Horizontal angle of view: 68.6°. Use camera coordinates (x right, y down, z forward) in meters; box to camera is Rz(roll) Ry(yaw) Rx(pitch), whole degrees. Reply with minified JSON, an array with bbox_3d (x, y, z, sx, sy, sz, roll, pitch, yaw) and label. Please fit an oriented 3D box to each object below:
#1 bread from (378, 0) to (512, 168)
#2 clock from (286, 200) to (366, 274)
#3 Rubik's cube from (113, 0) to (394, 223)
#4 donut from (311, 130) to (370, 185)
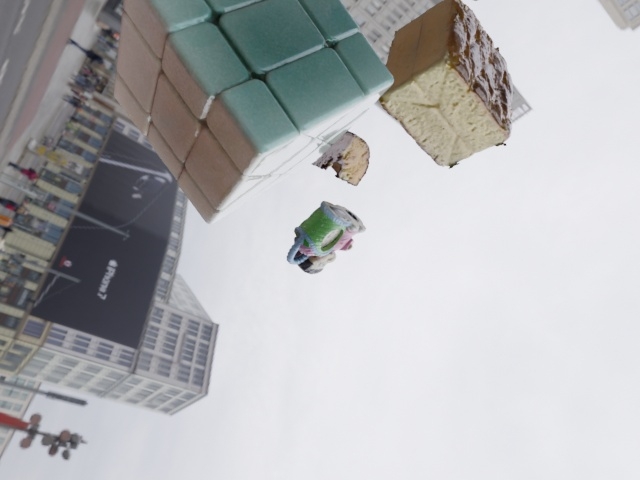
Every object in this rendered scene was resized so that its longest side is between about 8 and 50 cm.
[{"bbox_3d":[0.304,-0.371,1.107,0.207,0.279,0.279,-19,-138,44],"label":"bread"},{"bbox_3d":[0.000,0.000,1.188,0.195,0.194,0.100,-49,-116,18],"label":"clock"},{"bbox_3d":[-0.130,-0.270,0.827,0.322,0.316,0.318,-38,-177,-31],"label":"Rubik's cube"},{"bbox_3d":[0.043,-0.239,1.266,0.141,0.217,0.085,-52,-134,14],"label":"donut"}]
